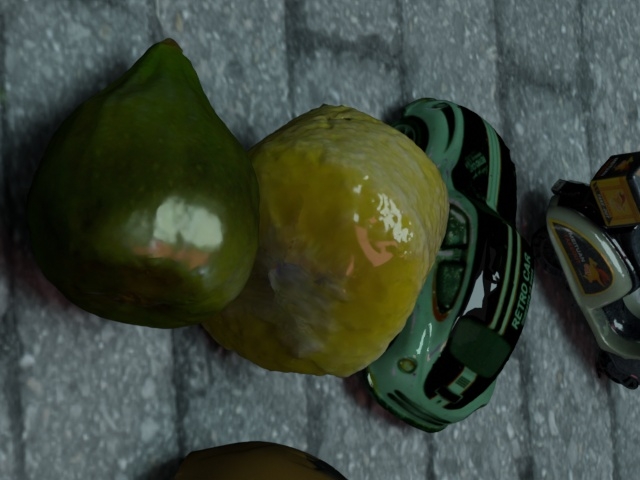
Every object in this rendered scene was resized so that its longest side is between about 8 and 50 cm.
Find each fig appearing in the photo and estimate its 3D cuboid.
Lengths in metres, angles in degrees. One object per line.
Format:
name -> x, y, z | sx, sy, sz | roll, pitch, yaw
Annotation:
fig -> -0.128, -0.030, 1.335 | 0.167, 0.167, 0.233 | 57, 7, -28

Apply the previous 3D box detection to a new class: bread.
bread -> -0.001, -0.002, 1.452 | 0.197, 0.197, 0.170 | 67, 29, -18

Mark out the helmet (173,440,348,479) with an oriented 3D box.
helmet -> -0.020, 0.244, 1.380 | 0.224, 0.130, 0.198 | 51, 35, -21

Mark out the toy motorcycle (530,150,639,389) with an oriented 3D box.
toy motorcycle -> 0.310, 0.044, 1.854 | 0.091, 0.157, 0.263 | -47, 118, -43

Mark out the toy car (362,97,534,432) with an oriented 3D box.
toy car -> 0.121, 0.014, 1.646 | 0.136, 0.125, 0.306 | 34, 59, -43
